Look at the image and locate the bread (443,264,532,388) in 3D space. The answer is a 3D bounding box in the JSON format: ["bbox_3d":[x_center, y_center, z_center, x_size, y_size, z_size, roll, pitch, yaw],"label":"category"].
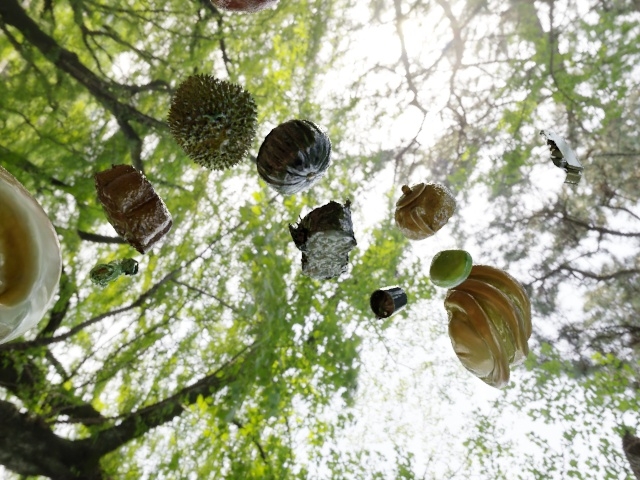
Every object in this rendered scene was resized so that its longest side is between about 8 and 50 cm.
[{"bbox_3d":[0.464,0.231,1.382,0.211,0.315,0.270,-14,-157,29],"label":"bread"}]

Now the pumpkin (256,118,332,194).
[{"bbox_3d":[-0.070,-0.222,1.372,0.220,0.220,0.162,-47,-112,12],"label":"pumpkin"}]

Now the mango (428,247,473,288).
[{"bbox_3d":[0.236,0.049,0.915,0.108,0.056,0.073,130,-23,-62],"label":"mango"}]

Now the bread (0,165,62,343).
[{"bbox_3d":[-0.540,0.013,0.583,0.245,0.424,0.329,-44,-135,19],"label":"bread"}]

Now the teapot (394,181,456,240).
[{"bbox_3d":[0.313,-0.108,1.612,0.203,0.167,0.311,-38,-166,24],"label":"teapot"}]

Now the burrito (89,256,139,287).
[{"bbox_3d":[-0.496,0.072,1.251,0.104,0.054,0.288,-17,-175,-11],"label":"burrito"}]

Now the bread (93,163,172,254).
[{"bbox_3d":[-0.477,-0.084,1.282,0.135,0.232,0.247,-37,-158,-16],"label":"bread"}]

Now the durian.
[{"bbox_3d":[-0.305,-0.348,1.473,0.291,0.291,0.224,-55,-168,0],"label":"durian"}]

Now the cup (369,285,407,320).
[{"bbox_3d":[0.179,0.170,1.355,0.078,0.077,0.100,40,-60,29],"label":"cup"}]

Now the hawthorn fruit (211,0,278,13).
[{"bbox_3d":[-0.165,-0.641,1.198,0.250,0.215,0.215,20,-106,25],"label":"hawthorn fruit"}]

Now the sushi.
[{"bbox_3d":[0.000,0.000,1.182,0.212,0.147,0.115,96,-15,-56],"label":"sushi"}]

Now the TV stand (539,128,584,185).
[{"bbox_3d":[0.567,-0.208,1.206,0.249,0.036,0.042,-77,179,-55],"label":"TV stand"}]
